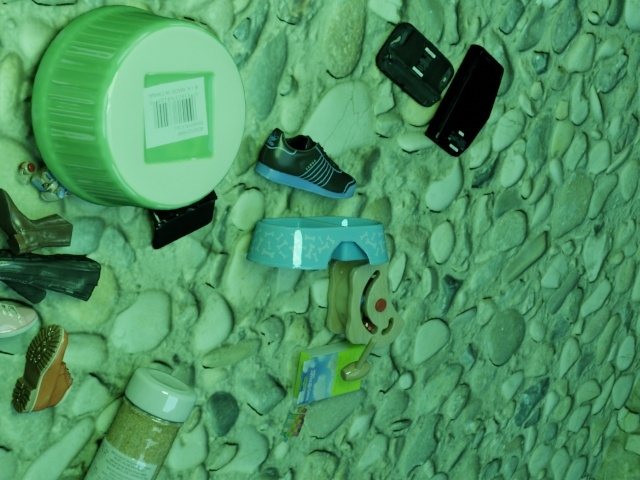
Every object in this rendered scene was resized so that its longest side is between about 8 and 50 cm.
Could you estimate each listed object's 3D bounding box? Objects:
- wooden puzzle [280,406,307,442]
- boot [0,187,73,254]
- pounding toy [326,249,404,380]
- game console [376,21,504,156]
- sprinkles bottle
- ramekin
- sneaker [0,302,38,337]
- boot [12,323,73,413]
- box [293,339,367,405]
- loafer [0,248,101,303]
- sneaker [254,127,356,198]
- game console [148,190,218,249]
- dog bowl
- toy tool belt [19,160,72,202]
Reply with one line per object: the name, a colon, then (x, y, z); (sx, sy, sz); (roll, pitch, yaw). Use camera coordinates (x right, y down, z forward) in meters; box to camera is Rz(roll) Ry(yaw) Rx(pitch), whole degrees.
wooden puzzle: (-0.057, 0.389, 1.987); (0.049, 0.006, 0.083); (13, 100, -45)
boot: (-0.428, -0.034, 1.414); (0.114, 0.037, 0.107); (-17, 90, -56)
pounding toy: (0.116, 0.149, 1.910); (0.154, 0.154, 0.270); (-10, 111, -37)
game console: (0.242, -0.324, 1.888); (0.361, 0.044, 0.213); (30, 87, -47)
sprinkles bottle: (-0.343, 0.402, 1.647); (0.121, 0.121, 0.356); (24, 93, -46)
ramekin: (-0.252, -0.188, 1.383); (0.303, 0.148, 0.304); (-17, 113, -45)
sneaker: (-0.490, 0.108, 1.416); (0.134, 0.051, 0.070); (-10, 122, -35)
boot: (-0.431, 0.205, 1.520); (0.084, 0.059, 0.158); (10, 111, -48)
box: (0.015, 0.274, 1.969); (0.178, 0.042, 0.109); (-7, 114, -41)
loafer: (-0.433, 0.058, 1.426); (0.223, 0.076, 0.078); (8, 97, -48)
sneaker: (-0.011, -0.139, 1.715); (0.232, 0.081, 0.091); (10, 110, -44)
game console: (-0.242, -0.059, 1.592); (0.122, 0.071, 0.107); (-29, 98, -30)
dog bowl: (0.000, 0.000, 1.744); (0.297, 0.165, 0.074); (-4, 101, -41)
toy tool belt: (-0.399, -0.092, 1.397); (0.083, 0.051, 0.052); (49, 44, -45)
